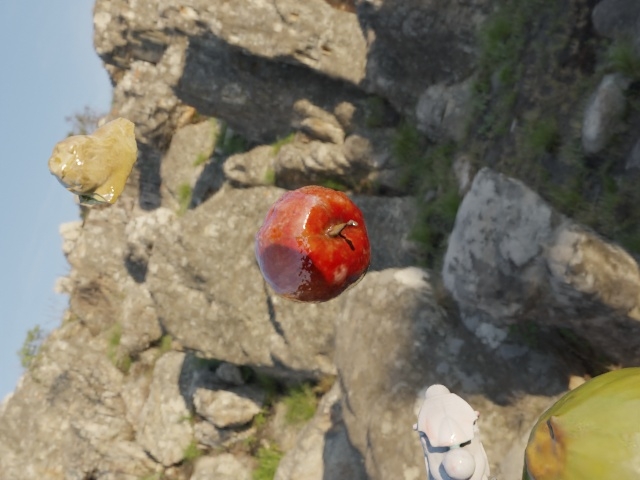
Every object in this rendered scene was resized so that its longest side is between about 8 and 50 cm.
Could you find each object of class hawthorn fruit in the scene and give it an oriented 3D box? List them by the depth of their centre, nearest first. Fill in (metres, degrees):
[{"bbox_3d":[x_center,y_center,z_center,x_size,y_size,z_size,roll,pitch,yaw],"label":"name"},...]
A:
[{"bbox_3d":[0.000,0.000,1.392,0.272,0.242,0.241,155,130,-67],"label":"hawthorn fruit"}]

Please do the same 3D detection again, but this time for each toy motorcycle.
[{"bbox_3d":[0.190,0.321,1.010,0.171,0.110,0.260,68,-170,-64],"label":"toy motorcycle"}]

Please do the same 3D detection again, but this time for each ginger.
[{"bbox_3d":[-0.425,-0.170,1.346,0.122,0.115,0.193,45,-134,-44],"label":"ginger"}]

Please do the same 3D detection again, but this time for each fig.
[{"bbox_3d":[0.394,0.307,0.858,0.343,0.343,0.343,-166,90,-86],"label":"fig"}]
